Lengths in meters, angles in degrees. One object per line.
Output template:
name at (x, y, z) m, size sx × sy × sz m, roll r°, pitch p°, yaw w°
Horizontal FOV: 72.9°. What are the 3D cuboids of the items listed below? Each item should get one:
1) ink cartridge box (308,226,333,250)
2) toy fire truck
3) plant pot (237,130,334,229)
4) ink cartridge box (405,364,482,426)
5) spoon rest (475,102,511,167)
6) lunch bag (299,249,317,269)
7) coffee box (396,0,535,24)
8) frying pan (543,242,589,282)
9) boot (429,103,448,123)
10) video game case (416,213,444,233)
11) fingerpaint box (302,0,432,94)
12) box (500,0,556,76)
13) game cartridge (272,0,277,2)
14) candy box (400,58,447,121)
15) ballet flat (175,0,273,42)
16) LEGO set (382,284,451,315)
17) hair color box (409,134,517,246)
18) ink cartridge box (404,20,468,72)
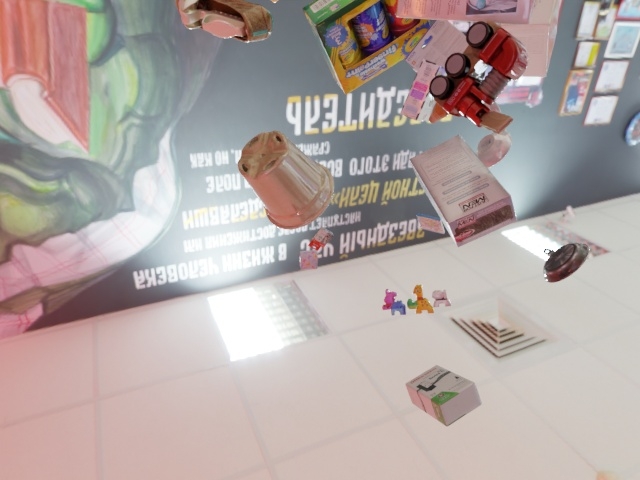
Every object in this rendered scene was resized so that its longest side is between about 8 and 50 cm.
ink cartridge box at (0.000, 0.000, 1.986) m, size 0.062 × 0.115 × 0.029 m, roll 29°, pitch -161°, yaw -27°
toy fire truck at (0.405, -0.366, 1.029) m, size 0.158 × 0.217 × 0.246 m, roll -6°, pitch -129°, yaw -46°
plant pot at (-0.155, -0.261, 1.735) m, size 0.333 × 0.305 × 0.334 m, roll -13°, pitch -122°, yaw 21°
ink cartridge box at (0.410, 0.518, 1.470) m, size 0.153 × 0.087 × 0.208 m, roll -24°, pitch -172°, yaw -19°
spoon rest at (0.606, -0.368, 1.517) m, size 0.084 × 0.137 × 0.276 m, roll 26°, pitch -120°, yaw -25°
lunch bag at (-0.047, 0.072, 1.716) m, size 0.071 × 0.083 × 0.053 m, roll -4°, pitch -141°, yaw -9°
coffee box at (0.410, -0.764, 1.121) m, size 0.334 × 0.338 × 0.338 m, roll 13°, pitch -147°, yaw 19°
frying pan at (0.956, 0.049, 1.712) m, size 0.053 × 0.197 × 0.326 m, roll 40°, pitch -144°, yaw -2°
boot at (0.638, -0.781, 2.263) m, size 0.109 × 0.220 × 0.284 m, roll 12°, pitch -112°, yaw -25°
video game case at (0.547, -0.082, 2.146) m, size 0.119 × 0.166 × 0.015 m, roll 15°, pitch -105°, yaw 27°
fingerpaint box at (0.208, -0.888, 1.791) m, size 0.444 × 0.371 × 0.163 m, roll -30°, pitch -124°, yaw 6°
box at (0.821, -0.827, 1.695) m, size 0.168 × 0.215 × 0.345 m, roll 13°, pitch 174°, yaw 27°
game cartridge at (-0.176, -0.880, 1.299) m, size 0.323 × 0.053 × 0.285 m, roll 17°, pitch 168°, yaw -42°
candy box at (0.377, -0.533, 1.561) m, size 0.070 × 0.196 × 0.165 m, roll 29°, pitch -156°, yaw 19°
ballet flat at (-0.292, -0.604, 1.170) m, size 0.342 × 0.116 × 0.124 m, roll 26°, pitch -127°, yaw 16°
LEGO set at (0.305, 0.186, 1.420) m, size 0.227 × 0.093 × 0.087 m, roll -7°, pitch -170°, yaw 18°
hair color box at (0.433, -0.167, 1.362) m, size 0.185 × 0.114 × 0.374 m, roll -26°, pitch -142°, yaw 11°
ink cartridge box at (0.504, -0.771, 1.806) m, size 0.224 × 0.223 × 0.045 m, roll 39°, pitch -162°, yaw -5°
